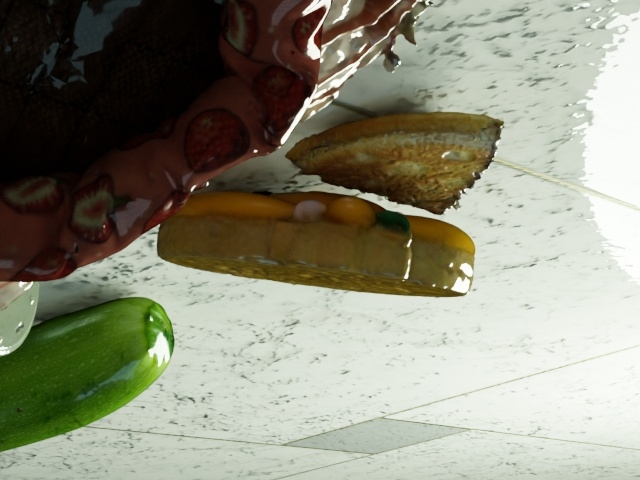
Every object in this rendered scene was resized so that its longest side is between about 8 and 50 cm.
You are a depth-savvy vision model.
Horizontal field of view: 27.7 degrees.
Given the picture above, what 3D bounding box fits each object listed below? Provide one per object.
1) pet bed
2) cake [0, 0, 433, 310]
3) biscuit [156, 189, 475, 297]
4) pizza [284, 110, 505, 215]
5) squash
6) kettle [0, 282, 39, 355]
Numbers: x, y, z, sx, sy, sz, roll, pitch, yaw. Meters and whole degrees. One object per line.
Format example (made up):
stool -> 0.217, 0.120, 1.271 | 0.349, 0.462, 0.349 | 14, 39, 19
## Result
pet bed -> -0.093, -0.068, 0.377 | 0.201, 0.053, 0.201 | -13, 129, -16
cake -> -0.086, -0.045, 0.495 | 0.287, 0.135, 0.098 | -19, 143, 9
biscuit -> 0.000, -0.004, 0.680 | 0.170, 0.050, 0.170 | 6, 174, 1
pizza -> 0.033, -0.045, 0.639 | 0.099, 0.029, 0.100 | 6, 157, -6
squash -> -0.216, 0.105, 0.913 | 0.292, 0.082, 0.082 | -17, 157, 30
kettle -> -0.226, 0.024, 0.629 | 0.148, 0.127, 0.098 | -7, 143, 12
